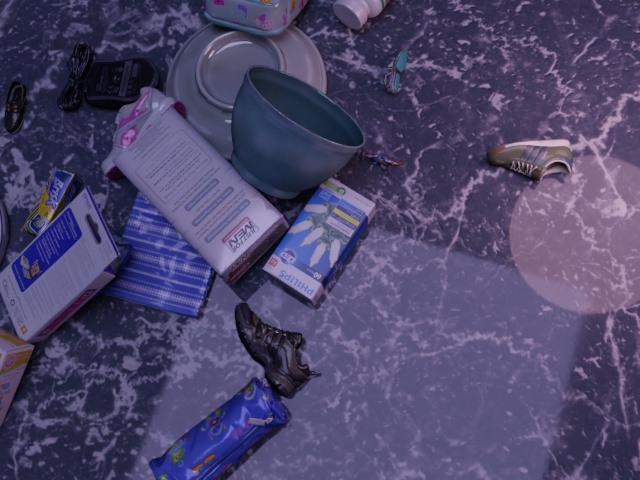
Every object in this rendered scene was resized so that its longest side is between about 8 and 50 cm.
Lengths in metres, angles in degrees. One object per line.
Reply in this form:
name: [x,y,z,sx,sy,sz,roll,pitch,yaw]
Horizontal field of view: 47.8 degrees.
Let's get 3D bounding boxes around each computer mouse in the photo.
computer mouse: [-0.504,-0.391,1.782,0.272,0.072,0.189,8,76,19]

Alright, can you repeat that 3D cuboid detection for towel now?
towel: [-0.341,-0.008,1.669,0.243,0.040,0.336,14,76,9]

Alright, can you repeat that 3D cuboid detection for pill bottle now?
pill bottle: [0.124,-0.625,1.772,0.117,0.117,0.208,34,79,13]

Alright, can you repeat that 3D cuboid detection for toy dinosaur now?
toy dinosaur: [0.135,-0.188,1.696,0.090,0.047,0.082,-22,60,-37]

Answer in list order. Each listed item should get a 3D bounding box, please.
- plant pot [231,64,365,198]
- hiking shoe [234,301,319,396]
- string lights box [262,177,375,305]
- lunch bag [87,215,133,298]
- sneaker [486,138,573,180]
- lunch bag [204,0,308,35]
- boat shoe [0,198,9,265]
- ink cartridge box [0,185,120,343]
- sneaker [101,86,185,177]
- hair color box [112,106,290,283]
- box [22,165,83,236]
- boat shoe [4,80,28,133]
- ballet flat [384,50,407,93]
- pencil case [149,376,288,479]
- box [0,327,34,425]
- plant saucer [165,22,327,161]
plant pot: [-0.076,-0.216,1.574,0.293,0.293,0.196,41,115,14]
hiking shoe: [-0.100,0.222,1.572,0.114,0.086,0.227,-30,79,-19]
string lights box: [0.000,0.000,1.620,0.133,0.077,0.260,31,78,12]
lunch bag: [-0.513,0.037,1.624,0.129,0.096,0.151,35,96,30]
sneaker: [0.481,-0.176,1.640,0.192,0.064,0.086,-6,69,-1]
lunch bag: [-0.152,-0.612,1.752,0.224,0.108,0.279,15,47,12]
boat shoe: [-0.820,0.040,1.628,0.135,0.156,0.367,7,75,6]
ink cartridge box: [-0.558,0.059,1.562,0.371,0.069,0.176,-38,71,27]
sneaker: [-0.434,-0.256,1.700,0.111,0.103,0.252,44,96,16]
hair color box: [-0.264,-0.101,1.612,0.185,0.113,0.374,-44,74,-5]
box: [-0.629,-0.085,1.701,0.054,0.059,0.169,21,77,8]
boat shoe: [-0.762,-0.332,1.794,0.048,0.042,0.133,5,76,4]
ballet flat: [0.178,-0.408,1.748,0.041,0.041,0.114,13,74,8]
pencil case: [-0.205,0.414,1.489,0.306,0.133,0.119,-39,108,-6]
box: [-0.722,0.296,1.548,0.114,0.103,0.203,26,95,11]
plant saucer: [-0.187,-0.391,1.737,0.400,0.100,0.401,-1,73,4]
